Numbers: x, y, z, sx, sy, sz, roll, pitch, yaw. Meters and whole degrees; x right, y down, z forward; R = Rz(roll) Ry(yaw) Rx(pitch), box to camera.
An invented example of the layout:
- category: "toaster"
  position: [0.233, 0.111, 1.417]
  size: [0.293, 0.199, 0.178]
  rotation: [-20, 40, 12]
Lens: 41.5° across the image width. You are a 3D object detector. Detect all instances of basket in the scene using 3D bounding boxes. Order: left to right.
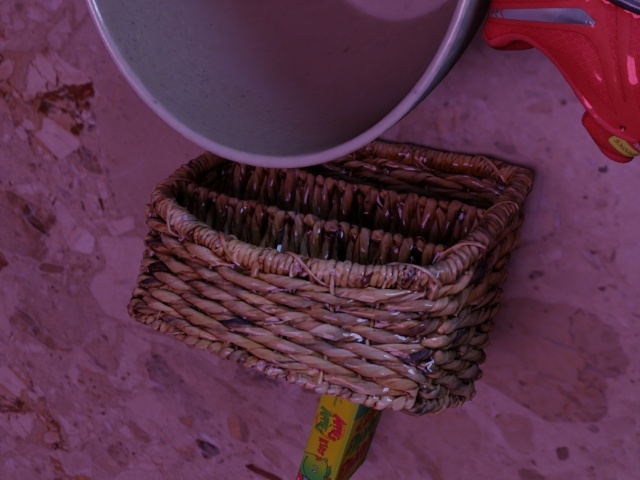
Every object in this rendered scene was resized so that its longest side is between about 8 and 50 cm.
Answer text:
- category: "basket"
  position: [0.000, 0.000, 0.727]
  size: [0.299, 0.213, 0.223]
  rotation: [16, 92, 27]

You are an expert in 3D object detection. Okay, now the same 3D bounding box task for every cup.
- category: "cup"
  position: [0.011, -0.242, 0.646]
  size: [0.331, 0.237, 0.331]
  rotation: [13, 114, 30]

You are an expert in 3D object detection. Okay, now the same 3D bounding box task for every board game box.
- category: "board game box"
  position: [0.031, 0.183, 0.895]
  size: [0.043, 0.092, 0.181]
  rotation: [26, 121, 20]

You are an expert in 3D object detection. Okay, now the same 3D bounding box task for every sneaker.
- category: "sneaker"
  position: [0.209, -0.086, 0.467]
  size: [0.279, 0.107, 0.118]
  rotation: [42, 126, 29]
